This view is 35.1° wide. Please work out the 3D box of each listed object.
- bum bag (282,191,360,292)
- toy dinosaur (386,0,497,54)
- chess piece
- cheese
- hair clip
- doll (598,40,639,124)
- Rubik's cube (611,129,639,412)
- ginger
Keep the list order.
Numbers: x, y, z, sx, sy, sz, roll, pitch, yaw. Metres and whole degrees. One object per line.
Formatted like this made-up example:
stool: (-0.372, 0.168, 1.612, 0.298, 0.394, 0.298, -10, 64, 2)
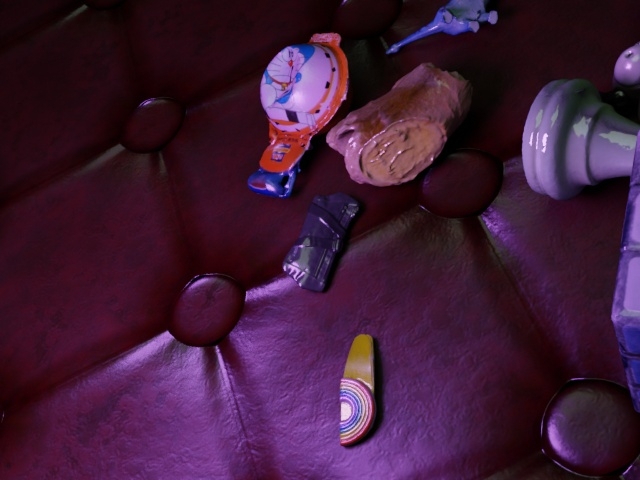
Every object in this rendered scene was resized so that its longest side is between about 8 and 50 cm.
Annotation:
bum bag: (0.000, 0.000, 1.760, 0.087, 0.049, 0.197, 20, 66, 7)
toy dinosaur: (0.277, -0.433, 1.901, 0.329, 0.076, 0.144, -34, 19, 1)
chess piece: (0.478, -0.136, 1.531, 0.299, 0.194, 0.194, 15, 66, 34)
cheese: (-0.040, -0.235, 1.882, 0.217, 0.129, 0.329, 16, 83, 48)
hair clip: (0.062, 0.229, 1.586, 0.060, 0.033, 0.188, -6, 56, 19)
doll: (0.568, -0.241, 1.619, 0.182, 0.117, 0.257, -39, 54, 3)
Rubik's cube: (0.561, 0.052, 1.306, 0.305, 0.301, 0.303, 2, 59, 24)
ginger: (0.142, -0.215, 1.792, 0.276, 0.130, 0.221, -19, 42, 13)
